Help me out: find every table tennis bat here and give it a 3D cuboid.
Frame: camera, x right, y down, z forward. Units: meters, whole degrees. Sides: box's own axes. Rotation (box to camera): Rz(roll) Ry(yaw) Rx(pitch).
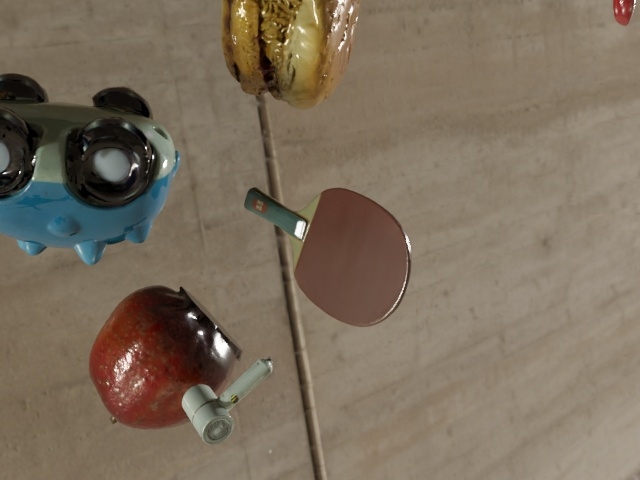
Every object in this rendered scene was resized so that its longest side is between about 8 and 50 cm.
[{"bbox_3d":[0.000,0.000,0.879,0.274,0.154,0.021,31,-160,36],"label":"table tennis bat"}]

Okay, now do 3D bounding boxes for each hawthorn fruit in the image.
[{"bbox_3d":[-0.254,0.192,1.102,0.250,0.215,0.215,-47,-179,18],"label":"hawthorn fruit"}]

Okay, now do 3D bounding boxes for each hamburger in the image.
[{"bbox_3d":[-0.029,-0.301,0.958,0.163,0.245,0.244,14,-161,15],"label":"hamburger"}]

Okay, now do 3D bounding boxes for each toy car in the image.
[{"bbox_3d":[-0.289,-0.070,0.792,0.255,0.190,0.188,4,-154,-17],"label":"toy car"}]

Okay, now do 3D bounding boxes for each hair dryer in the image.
[{"bbox_3d":[-0.120,0.205,0.971,0.137,0.047,0.082,-42,-143,-8],"label":"hair dryer"}]

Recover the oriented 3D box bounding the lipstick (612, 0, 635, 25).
[{"bbox_3d":[0.431,-0.397,1.002,0.063,0.186,0.057,-7,-159,5],"label":"lipstick"}]
